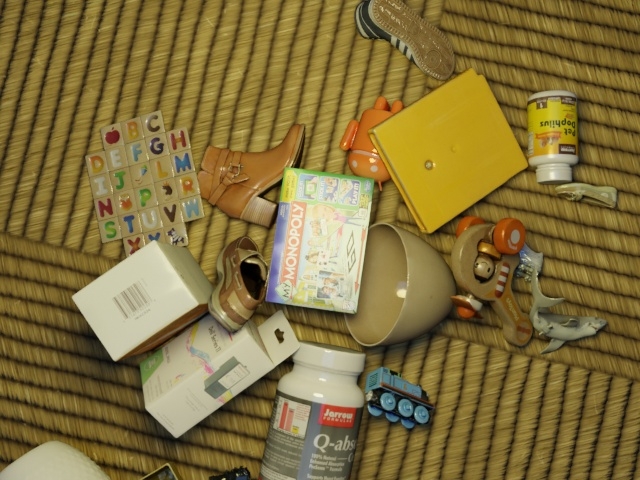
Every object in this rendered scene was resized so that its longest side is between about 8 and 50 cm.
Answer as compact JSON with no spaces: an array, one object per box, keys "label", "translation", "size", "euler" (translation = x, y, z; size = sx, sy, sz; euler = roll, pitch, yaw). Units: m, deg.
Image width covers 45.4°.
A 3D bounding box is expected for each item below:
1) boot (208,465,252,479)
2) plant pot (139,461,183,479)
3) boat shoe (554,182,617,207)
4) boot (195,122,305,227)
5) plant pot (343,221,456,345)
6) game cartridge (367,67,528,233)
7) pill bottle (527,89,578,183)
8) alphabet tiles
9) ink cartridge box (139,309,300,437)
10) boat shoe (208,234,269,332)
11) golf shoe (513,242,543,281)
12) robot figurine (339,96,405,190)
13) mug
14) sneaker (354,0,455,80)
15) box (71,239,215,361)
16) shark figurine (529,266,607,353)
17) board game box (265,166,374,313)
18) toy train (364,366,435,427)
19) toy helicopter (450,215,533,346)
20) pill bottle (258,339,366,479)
[{"label":"boot","translation":[-0.211,0.612,1.856],"size":[0.099,0.045,0.121],"euler":[-14,86,-3]},{"label":"plant pot","translation":[-0.372,0.581,1.841],"size":[0.082,0.083,0.081],"euler":[-31,86,-1]},{"label":"boat shoe","translation":[0.649,-0.110,1.873],"size":[0.153,0.056,0.048],"euler":[5,82,-5]},{"label":"boot","translation":[-0.172,-0.191,1.886],"size":[0.220,0.109,0.283],"euler":[24,95,7]},{"label":"plant pot","translation":[0.202,0.111,1.785],"size":[0.191,0.284,0.284],"euler":[9,86,-27]},{"label":"game cartridge","translation":[0.308,-0.217,1.825],"size":[0.324,0.053,0.285],"euler":[-33,102,-17]},{"label":"pill bottle","translation":[0.562,-0.247,1.851],"size":[0.117,0.117,0.214],"euler":[-1,86,1]},{"label":"alphabet tiles","translation":[-0.436,-0.136,1.891],"size":[0.285,0.011,0.342],"euler":[-13,86,15]},{"label":"ink cartridge box","translation":[-0.239,0.269,1.784],"size":[0.353,0.207,0.119],"euler":[-36,117,-1]},{"label":"boat shoe","translation":[-0.167,0.082,1.762],"size":[0.116,0.324,0.123],"euler":[-38,116,21]},{"label":"golf shoe","translation":[0.462,0.026,1.875],"size":[0.176,0.069,0.086],"euler":[30,63,3]},{"label":"robot figurine","translation":[0.144,-0.233,1.856],"size":[0.158,0.128,0.219],"euler":[20,87,-22]},{"label":"mug","translation":[-0.621,0.668,1.772],"size":[0.374,0.276,0.328],"euler":[-42,79,29]},{"label":"sneaker","translation":[0.204,-0.502,1.898],"size":[0.282,0.153,0.099],"euler":[36,85,-27]},{"label":"box","translation":[-0.376,0.134,1.738],"size":[0.215,0.345,0.168],"euler":[-35,86,0]},{"label":"shark figurine","translation":[0.538,0.170,1.822],"size":[0.166,0.278,0.116],"euler":[-38,44,27]},{"label":"board game box","translation":[0.000,0.000,1.781],"size":[0.214,0.046,0.317],"euler":[7,86,2]},{"label":"toy train","translation":[0.188,0.375,1.820],"size":[0.184,0.080,0.105],"euler":[25,55,-22]},{"label":"toy helicopter","translation":[0.401,0.125,1.772],"size":[0.235,0.140,0.355],"euler":[-49,121,-26]},{"label":"pill bottle","translation":[-0.013,0.425,1.778],"size":[0.210,0.210,0.362],"euler":[11,87,2]}]
